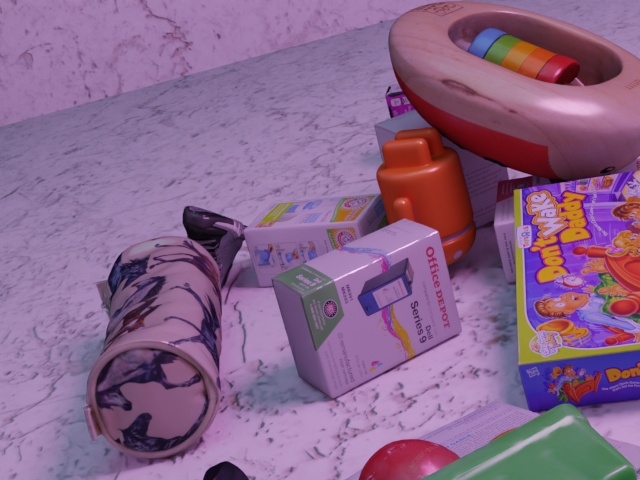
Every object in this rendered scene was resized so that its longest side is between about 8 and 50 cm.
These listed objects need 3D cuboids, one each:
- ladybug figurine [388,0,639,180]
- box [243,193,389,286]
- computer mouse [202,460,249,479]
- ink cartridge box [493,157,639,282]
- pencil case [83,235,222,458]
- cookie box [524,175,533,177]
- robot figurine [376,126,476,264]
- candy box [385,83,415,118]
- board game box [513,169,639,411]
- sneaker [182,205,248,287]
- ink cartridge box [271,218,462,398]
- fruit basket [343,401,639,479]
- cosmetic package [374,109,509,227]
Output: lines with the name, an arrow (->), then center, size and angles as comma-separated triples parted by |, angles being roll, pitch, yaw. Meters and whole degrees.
ladybug figurine -> 0.286, -0.217, 1.648 | 0.449, 0.162, 0.305 | 32, 43, 32
box -> 0.000, 0.000, 1.789 | 0.203, 0.103, 0.114 | -4, 24, 27
computer mouse -> -0.095, 0.302, 1.145 | 0.041, 0.071, 0.242 | -18, 22, 8
ink cartridge box -> 0.378, -0.032, 1.620 | 0.237, 0.100, 0.172 | -9, 22, 15
pencil case -> -0.225, 0.134, 1.531 | 0.184, 0.160, 0.410 | -24, 20, 4
cookie box -> 0.385, -0.080, 1.817 | 0.092, 0.040, 0.107 | -15, 20, 3
robot figurine -> 0.159, -0.055, 1.659 | 0.128, 0.219, 0.158 | -17, 20, -2
candy box -> 0.254, -0.232, 2.123 | 0.233, 0.159, 0.071 | -10, 23, 14
board game box -> 0.358, 0.047, 1.367 | 0.233, 0.078, 0.347 | -9, 35, 15
sneaker -> -0.175, 0.024, 1.795 | 0.086, 0.132, 0.229 | 19, -2, 14
ink cartridge box -> 0.063, 0.084, 1.465 | 0.212, 0.154, 0.093 | -24, 23, -24
fruit basket -> 0.130, 0.260, 1.046 | 0.327, 0.165, 0.353 | -23, 7, -21
cosmetic package -> 0.202, -0.118, 1.839 | 0.151, 0.183, 0.151 | -22, 22, -19
